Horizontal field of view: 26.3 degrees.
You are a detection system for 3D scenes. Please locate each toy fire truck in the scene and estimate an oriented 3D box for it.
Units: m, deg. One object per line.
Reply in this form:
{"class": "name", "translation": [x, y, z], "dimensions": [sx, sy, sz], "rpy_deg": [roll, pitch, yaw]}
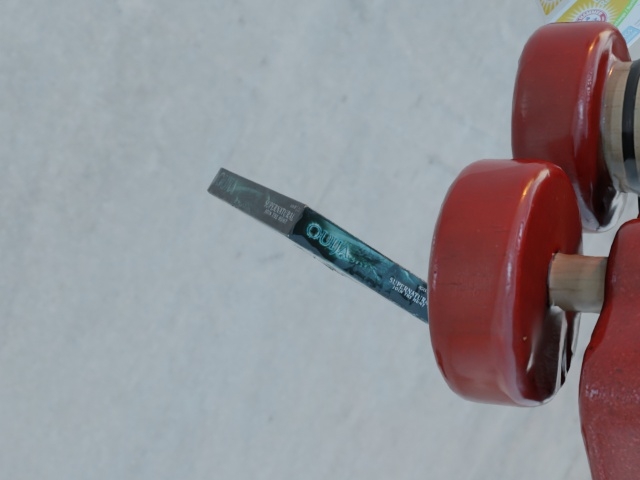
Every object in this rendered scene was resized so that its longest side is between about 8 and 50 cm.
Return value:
{"class": "toy fire truck", "translation": [0.175, 0.045, 0.613], "dimensions": [0.302, 0.169, 0.254], "rpy_deg": [-57, 141, -48]}

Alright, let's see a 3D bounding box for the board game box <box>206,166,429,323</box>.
{"class": "board game box", "translation": [0.000, 0.000, 0.984], "dimensions": [0.026, 0.126, 0.186], "rpy_deg": [-59, -156, -1]}

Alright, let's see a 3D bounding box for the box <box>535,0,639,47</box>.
{"class": "box", "translation": [0.262, -0.295, 1.330], "dimensions": [0.103, 0.203, 0.114], "rpy_deg": [17, 133, -33]}
